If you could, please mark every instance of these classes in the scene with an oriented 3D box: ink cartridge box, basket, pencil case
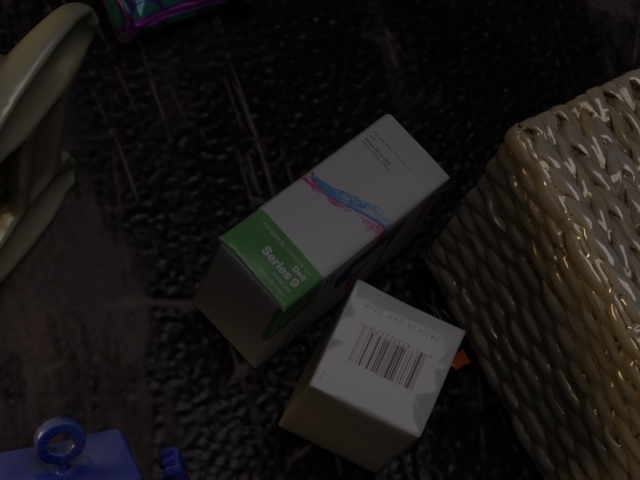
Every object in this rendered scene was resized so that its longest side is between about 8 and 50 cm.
[{"bbox_3d":[0.000,0.000,1.436,0.212,0.154,0.093,-39,80,-26],"label":"ink cartridge box"},{"bbox_3d":[0.301,0.039,1.398,0.266,0.328,0.331,-20,72,-19],"label":"basket"},{"bbox_3d":[-0.139,-0.246,1.566,0.151,0.064,0.070,-22,48,-21],"label":"pencil case"}]

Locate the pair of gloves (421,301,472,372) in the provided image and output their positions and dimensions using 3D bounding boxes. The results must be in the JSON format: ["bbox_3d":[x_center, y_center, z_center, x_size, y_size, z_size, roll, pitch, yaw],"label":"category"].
[{"bbox_3d":[0.098,0.101,1.495,0.083,0.010,0.074,-25,74,-23],"label":"pair of gloves"}]

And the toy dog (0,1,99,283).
[{"bbox_3d":[-0.448,-0.102,1.322,0.408,0.284,0.395,28,62,7],"label":"toy dog"}]

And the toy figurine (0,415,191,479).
[{"bbox_3d":[-0.232,0.205,1.219,0.362,0.217,0.191,-8,43,-18],"label":"toy figurine"}]

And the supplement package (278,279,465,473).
[{"bbox_3d":[0.041,0.122,1.372,0.105,0.179,0.105,25,69,-2],"label":"supplement package"}]
